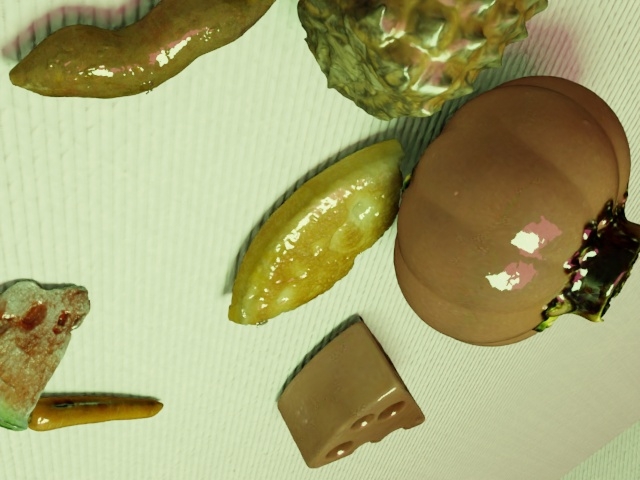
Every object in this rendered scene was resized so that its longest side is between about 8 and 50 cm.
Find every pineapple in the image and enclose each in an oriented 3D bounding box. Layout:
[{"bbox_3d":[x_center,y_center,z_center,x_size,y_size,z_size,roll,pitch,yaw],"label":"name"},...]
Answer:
[{"bbox_3d":[0.143,-0.249,0.624,0.361,0.175,0.175,-42,148,-15],"label":"pineapple"}]

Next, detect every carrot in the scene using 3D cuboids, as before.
[{"bbox_3d":[-0.256,0.200,0.933,0.190,0.037,0.037,10,127,-47],"label":"carrot"}]

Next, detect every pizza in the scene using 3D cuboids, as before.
[{"bbox_3d":[-0.001,-0.004,0.875,0.134,0.056,0.271,14,120,-45],"label":"pizza"}]

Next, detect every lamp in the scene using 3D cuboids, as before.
[{"bbox_3d":[0.219,-0.018,0.851,0.305,0.239,0.305,-44,155,-28],"label":"lamp"}]

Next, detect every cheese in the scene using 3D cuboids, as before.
[{"bbox_3d":[0.032,0.228,1.136,0.177,0.128,0.203,-32,150,0],"label":"cheese"}]

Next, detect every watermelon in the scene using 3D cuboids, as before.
[{"bbox_3d":[-0.286,0.102,0.731,0.158,0.121,0.098,-36,124,-4],"label":"watermelon"}]

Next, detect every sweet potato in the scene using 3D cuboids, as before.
[{"bbox_3d":[-0.123,-0.149,0.601,0.218,0.051,0.065,-23,142,-15],"label":"sweet potato"}]
